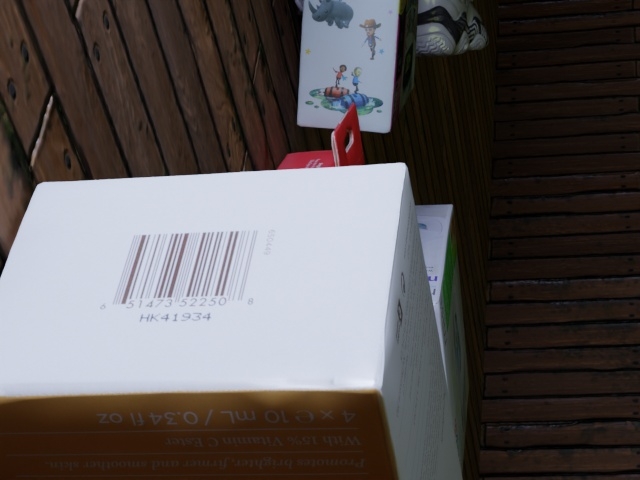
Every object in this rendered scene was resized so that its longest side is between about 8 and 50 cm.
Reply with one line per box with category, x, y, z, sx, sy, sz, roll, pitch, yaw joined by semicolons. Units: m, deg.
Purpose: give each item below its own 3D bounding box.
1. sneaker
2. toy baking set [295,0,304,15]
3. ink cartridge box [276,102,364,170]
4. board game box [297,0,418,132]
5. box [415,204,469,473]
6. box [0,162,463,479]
sneaker;0.146;-0.353;2.134;0.366;0.137;0.210;-34;126;-73
toy baking set;-0.002;-0.299;1.677;0.256;0.030;0.196;58;31;-68
ink cartridge box;0.000;0.000;1.493;0.134;0.078;0.231;-61;147;-70
board game box;0.045;-0.278;1.594;0.224;0.098;0.303;-65;157;-72
box;0.089;0.126;1.801;0.231;0.127;0.262;-75;160;-62
box;-0.037;0.143;0.929;0.168;0.215;0.345;-80;162;-47
